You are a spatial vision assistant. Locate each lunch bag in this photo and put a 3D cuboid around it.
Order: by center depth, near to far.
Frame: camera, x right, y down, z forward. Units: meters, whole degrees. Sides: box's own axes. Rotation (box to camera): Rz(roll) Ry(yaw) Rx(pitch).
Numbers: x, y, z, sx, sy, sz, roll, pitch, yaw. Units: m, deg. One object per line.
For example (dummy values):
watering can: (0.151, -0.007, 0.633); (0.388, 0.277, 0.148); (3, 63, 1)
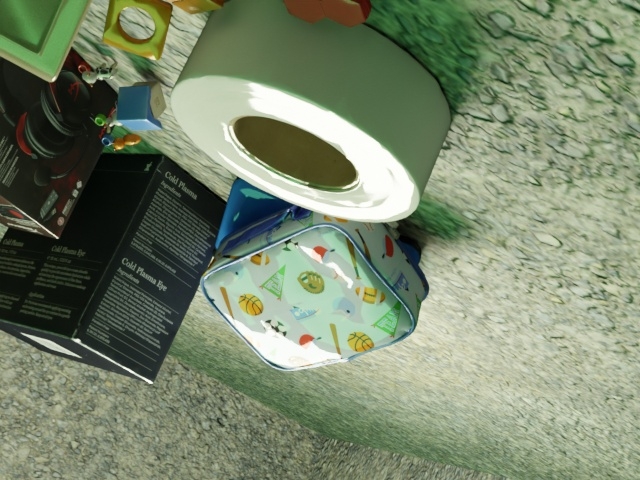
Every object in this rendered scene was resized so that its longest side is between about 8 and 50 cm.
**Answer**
lunch bag: (-0.009, 0.054, 1.362); (0.303, 0.115, 0.243); (-24, 115, 35)

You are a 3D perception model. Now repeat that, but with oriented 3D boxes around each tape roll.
tape roll: (-0.011, -0.129, 1.021); (0.286, 0.100, 0.286); (21, 162, 7)

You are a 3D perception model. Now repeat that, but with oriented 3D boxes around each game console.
game console: (0.000, 0.000, 1.506); (0.293, 0.173, 0.250); (22, 131, 1)

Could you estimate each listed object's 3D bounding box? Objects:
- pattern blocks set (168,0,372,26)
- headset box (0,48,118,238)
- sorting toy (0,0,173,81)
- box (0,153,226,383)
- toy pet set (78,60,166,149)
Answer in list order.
pattern blocks set: (-0.129, -0.283, 0.807); (0.324, 0.026, 0.285); (13, 156, 21)
headset box: (-0.403, -0.167, 1.206); (0.110, 0.218, 0.293); (11, 158, 30)
sorting toy: (-0.312, -0.277, 0.970); (0.347, 0.047, 0.196); (28, 125, -12)
box: (-0.365, 0.034, 1.586); (0.343, 0.313, 0.179); (7, 156, 43)
toy pet set: (-0.255, -0.160, 1.225); (0.114, 0.065, 0.122); (1, 127, 19)
